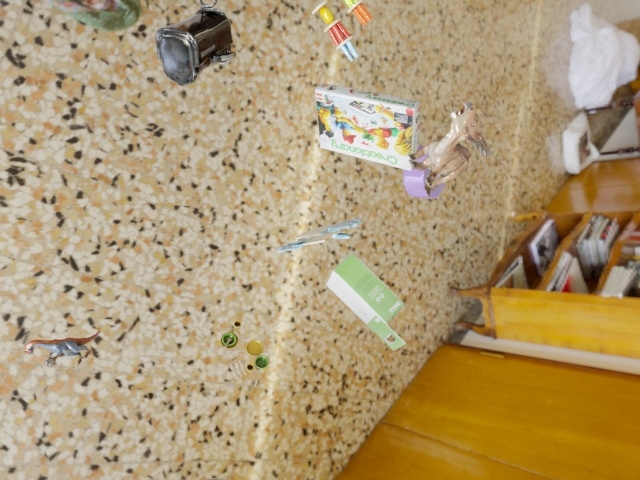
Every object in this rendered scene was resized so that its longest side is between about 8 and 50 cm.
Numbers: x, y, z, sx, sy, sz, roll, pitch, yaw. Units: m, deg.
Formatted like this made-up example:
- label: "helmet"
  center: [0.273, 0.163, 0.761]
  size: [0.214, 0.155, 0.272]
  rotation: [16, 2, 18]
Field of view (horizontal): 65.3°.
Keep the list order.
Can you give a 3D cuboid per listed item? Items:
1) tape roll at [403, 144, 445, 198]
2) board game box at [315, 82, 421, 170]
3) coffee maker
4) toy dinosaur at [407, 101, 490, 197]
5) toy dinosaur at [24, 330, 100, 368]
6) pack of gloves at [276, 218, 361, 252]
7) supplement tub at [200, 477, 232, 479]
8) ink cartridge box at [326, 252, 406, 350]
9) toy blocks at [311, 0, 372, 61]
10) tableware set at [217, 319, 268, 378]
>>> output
- label: "tape roll"
  center: [0.381, -0.247, 1.801]
  size: [0.189, 0.080, 0.188]
  rotation: [-15, 109, -49]
- label: "board game box"
  center: [0.131, -0.325, 1.420]
  size: [0.053, 0.305, 0.193]
  rotation: [-49, 146, -37]
- label: "coffee maker"
  center: [-0.291, -0.465, 1.143]
  size: [0.178, 0.120, 0.171]
  rotation: [-62, 140, -51]
- label: "toy dinosaur"
  center: [0.345, -0.219, 1.303]
  size: [0.127, 0.200, 0.296]
  rotation: [64, 8, 14]
- label: "toy dinosaur"
  center: [-0.393, 0.160, 0.750]
  size: [0.082, 0.047, 0.090]
  rotation: [41, 35, -28]
- label: "pack of gloves"
  center: [0.000, 0.000, 1.433]
  size: [0.195, 0.232, 0.046]
  rotation: [-31, 103, -43]
- label: "supplement tub"
  center: [-0.203, 0.513, 0.807]
  size: [0.207, 0.338, 0.207]
  rotation: [20, 48, -23]
- label: "ink cartridge box"
  center: [0.111, 0.133, 1.068]
  size: [0.209, 0.109, 0.062]
  rotation: [45, 70, 10]
- label: "toy blocks"
  center: [0.069, -0.519, 1.193]
  size: [0.148, 0.123, 0.054]
  rotation: [52, 28, -14]
- label: "tableware set"
  center: [-0.207, 0.287, 1.345]
  size: [0.104, 0.024, 0.154]
  rotation: [-18, 61, -21]
